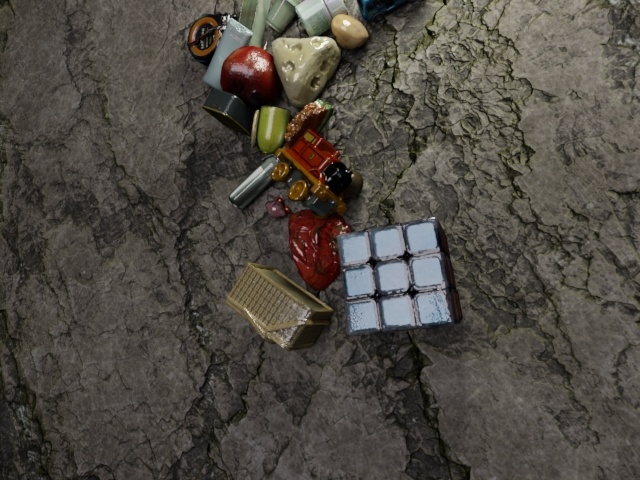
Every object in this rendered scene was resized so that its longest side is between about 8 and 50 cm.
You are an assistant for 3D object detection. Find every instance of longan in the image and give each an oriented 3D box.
[{"bbox_3d":[0.100,-0.195,1.525,0.113,0.092,0.113,-5,79,25],"label":"longan"}]

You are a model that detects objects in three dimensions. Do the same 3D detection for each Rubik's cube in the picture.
[{"bbox_3d":[0.245,0.121,1.314,0.301,0.304,0.305,-12,76,19],"label":"Rubik's cube"}]

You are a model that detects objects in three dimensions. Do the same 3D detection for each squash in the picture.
[{"bbox_3d":[-0.183,-0.415,1.654,0.123,0.123,0.186,9,88,22],"label":"squash"}]

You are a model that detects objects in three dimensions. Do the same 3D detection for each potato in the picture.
[{"bbox_3d":[0.103,-0.767,1.597,0.147,0.112,0.112,38,97,1],"label":"potato"}]

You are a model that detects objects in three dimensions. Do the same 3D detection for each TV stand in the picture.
[{"bbox_3d":[-0.281,-0.878,1.774,0.083,0.088,0.269,11,87,24],"label":"TV stand"}]

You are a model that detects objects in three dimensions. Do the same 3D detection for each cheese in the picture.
[{"bbox_3d":[-0.052,-0.628,1.609,0.251,0.173,0.247,-2,80,16],"label":"cheese"}]

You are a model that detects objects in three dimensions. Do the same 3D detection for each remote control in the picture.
[{"bbox_3d":[-0.376,-0.726,1.729,0.103,0.051,0.293,30,129,-14],"label":"remote control"}]

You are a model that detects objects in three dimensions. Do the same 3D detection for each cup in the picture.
[{"bbox_3d":[-0.149,-0.905,1.722,0.120,0.120,0.141,44,113,21],"label":"cup"}]

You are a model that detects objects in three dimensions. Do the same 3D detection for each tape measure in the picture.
[{"bbox_3d":[-0.445,-0.833,1.812,0.223,0.135,0.202,4,94,24],"label":"tape measure"}]

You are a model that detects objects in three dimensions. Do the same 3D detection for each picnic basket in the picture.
[{"bbox_3d":[-0.138,0.235,1.485,0.313,0.228,0.175,33,93,23],"label":"picnic basket"}]

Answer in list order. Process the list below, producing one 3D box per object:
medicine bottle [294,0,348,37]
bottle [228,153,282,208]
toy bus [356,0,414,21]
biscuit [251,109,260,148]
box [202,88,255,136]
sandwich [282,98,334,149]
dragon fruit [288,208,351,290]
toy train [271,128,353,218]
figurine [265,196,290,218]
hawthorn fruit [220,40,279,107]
[{"bbox_3d":[0.006,-0.866,1.636,0.168,0.135,0.135,-27,74,16],"label":"medicine bottle"},{"bbox_3d":[-0.249,-0.230,1.670,0.254,0.079,0.096,-39,115,12],"label":"bottle"},{"bbox_3d":[0.245,-0.905,1.548,0.246,0.134,0.113,-22,75,16],"label":"toy bus"},{"bbox_3d":[-0.252,-0.429,1.673,0.020,0.152,0.152,7,85,-4],"label":"biscuit"},{"bbox_3d":[-0.344,-0.498,1.687,0.144,0.201,0.090,25,88,24],"label":"box"},{"bbox_3d":[-0.069,-0.420,1.599,0.079,0.159,0.235,48,120,15],"label":"sandwich"},{"bbox_3d":[0.000,0.000,1.507,0.205,0.152,0.317,-22,75,16],"label":"dragon fruit"},{"bbox_3d":[-0.026,-0.235,1.493,0.231,0.163,0.369,-50,44,8],"label":"toy train"},{"bbox_3d":[-0.164,-0.116,1.632,0.083,0.071,0.067,40,139,29],"label":"figurine"},{"bbox_3d":[-0.256,-0.656,1.673,0.230,0.210,0.266,24,87,15],"label":"hawthorn fruit"}]
